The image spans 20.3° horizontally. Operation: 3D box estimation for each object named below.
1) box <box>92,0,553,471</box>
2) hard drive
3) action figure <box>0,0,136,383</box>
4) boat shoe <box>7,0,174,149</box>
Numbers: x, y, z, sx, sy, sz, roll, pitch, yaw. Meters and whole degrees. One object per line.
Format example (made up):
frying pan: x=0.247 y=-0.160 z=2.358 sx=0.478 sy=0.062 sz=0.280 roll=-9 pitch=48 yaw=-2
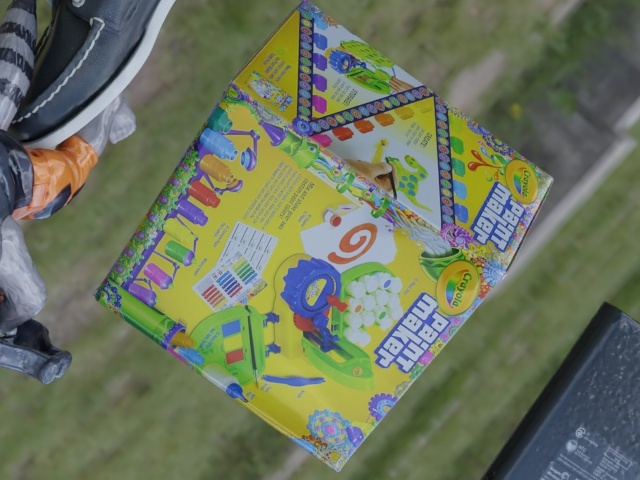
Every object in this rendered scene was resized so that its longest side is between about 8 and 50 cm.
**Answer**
box: x=0.000 y=0.000 z=1.601 sx=0.290 sy=0.279 sz=0.177 roll=-53 pitch=-178 yaw=37
hard drive: x=0.160 y=0.115 z=1.012 sx=0.135 sy=0.094 sz=0.022 roll=-55 pitch=-161 yaw=1
action figure: x=-0.304 y=-0.059 z=1.287 sx=0.330 sy=0.341 sz=0.178 roll=-79 pitch=-166 yaw=-58
boat shoe: x=-0.162 y=-0.203 z=1.392 sx=0.114 sy=0.091 sz=0.302 roll=9 pitch=-121 yaw=49
